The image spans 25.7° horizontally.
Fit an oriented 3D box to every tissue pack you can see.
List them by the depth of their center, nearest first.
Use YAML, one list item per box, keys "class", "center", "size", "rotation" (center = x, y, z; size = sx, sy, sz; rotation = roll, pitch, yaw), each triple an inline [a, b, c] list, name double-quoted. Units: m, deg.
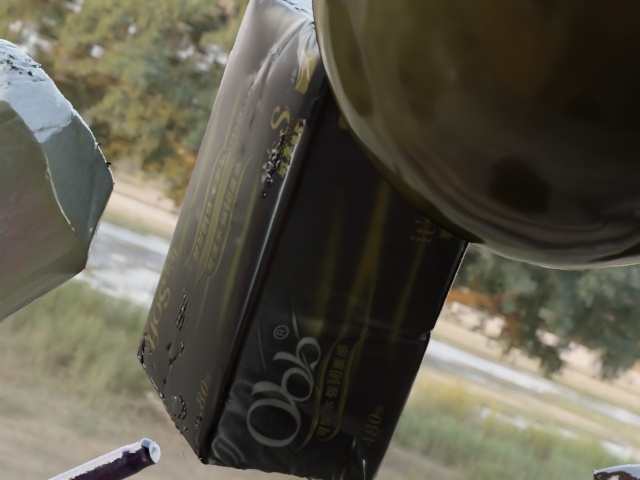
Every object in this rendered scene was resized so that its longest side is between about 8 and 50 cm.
- class: "tissue pack"
  center: [0.000, 0.000, 1.161]
  size: [0.198, 0.370, 0.210]
  rotation: [10, 18, -29]

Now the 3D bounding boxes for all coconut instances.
- class: "coconut"
  center: [-0.283, -0.035, 1.044]
  size: [0.241, 0.241, 0.241]
  rotation: [21, 2, -1]

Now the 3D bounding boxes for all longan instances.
- class: "longan"
  center: [0.156, -0.164, 0.804]
  size: [0.361, 0.361, 0.361]
  rotation: [21, 2, -1]

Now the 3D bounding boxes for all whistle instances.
- class: "whistle"
  center: [-0.241, 0.242, 1.411]
  size: [0.176, 0.033, 0.033]
  rotation: [-24, -10, 14]

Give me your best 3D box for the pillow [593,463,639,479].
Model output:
- class: "pillow"
  center: [0.406, 0.273, 1.079]
  size: [0.305, 0.108, 0.308]
  rotation: [36, -16, -34]
